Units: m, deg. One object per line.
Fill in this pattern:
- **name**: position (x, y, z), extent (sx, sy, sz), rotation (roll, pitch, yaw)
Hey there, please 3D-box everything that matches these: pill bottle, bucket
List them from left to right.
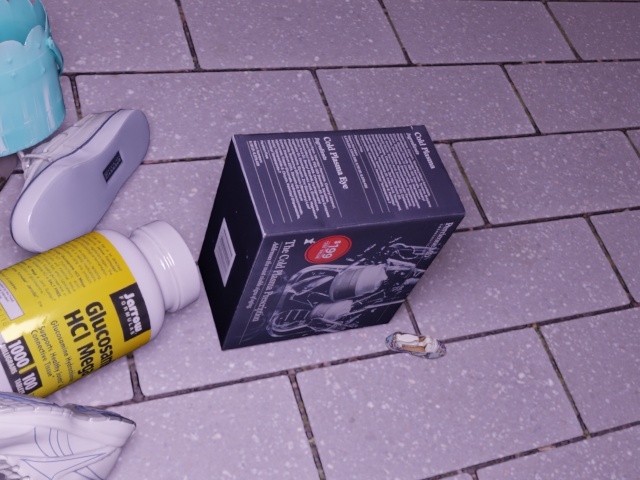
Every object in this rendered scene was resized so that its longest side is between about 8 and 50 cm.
- **bucket**: position (-0.552, -0.266, 1.220), extent (0.281, 0.183, 0.281), rotation (-2, 38, 2)
- **pill bottle**: position (-0.351, 0.097, 1.098), extent (0.334, 0.188, 0.188), rotation (-28, 70, -31)

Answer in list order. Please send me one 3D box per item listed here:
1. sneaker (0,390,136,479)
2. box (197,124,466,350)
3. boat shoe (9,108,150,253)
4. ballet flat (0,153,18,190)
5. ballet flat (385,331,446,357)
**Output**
- **sneaker**: position (-0.351, 0.263, 0.951), extent (0.111, 0.297, 0.129), rotation (6, 74, 32)
- **box**: position (0.000, 0.000, 1.188), extent (0.312, 0.343, 0.179), rotation (-8, 59, -23)
- **boat shoe**: position (-0.427, -0.112, 1.237), extent (0.156, 0.136, 0.367), rotation (5, 40, 15)
- **ballet flat**: position (-0.573, -0.060, 1.213), extent (0.084, 0.058, 0.250), rotation (45, 52, -32)
- **ballet flat**: position (0.171, 0.180, 1.318), extent (0.114, 0.041, 0.041), rotation (9, 56, -14)
